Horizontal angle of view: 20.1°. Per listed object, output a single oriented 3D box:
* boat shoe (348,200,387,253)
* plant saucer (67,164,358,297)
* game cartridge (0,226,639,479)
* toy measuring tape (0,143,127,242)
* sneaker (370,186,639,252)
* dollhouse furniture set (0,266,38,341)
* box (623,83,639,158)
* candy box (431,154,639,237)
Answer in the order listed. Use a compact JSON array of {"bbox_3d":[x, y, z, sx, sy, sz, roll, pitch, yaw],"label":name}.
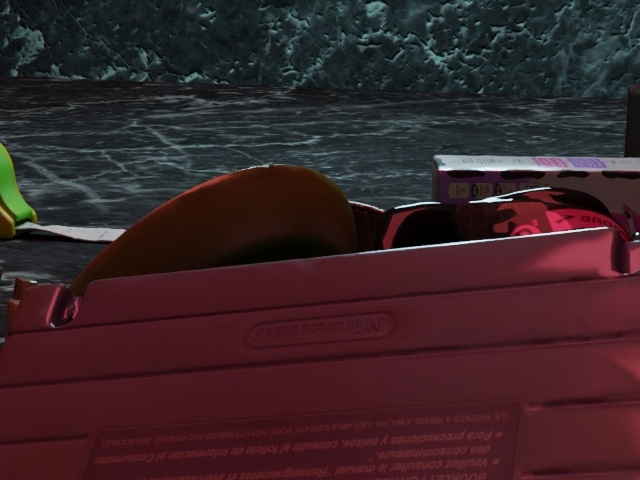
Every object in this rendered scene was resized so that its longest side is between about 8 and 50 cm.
[{"bbox_3d":[0.000,0.000,1.734,0.190,0.068,0.072,5,-17,20],"label":"boat shoe"},{"bbox_3d":[-0.066,0.062,1.055,0.241,0.241,0.037,-10,45,-43],"label":"plant saucer"},{"bbox_3d":[-0.003,0.102,0.821,0.355,0.068,0.230,-6,47,20],"label":"game cartridge"},{"bbox_3d":[-0.327,-0.062,1.906,0.330,0.121,0.121,4,11,16],"label":"toy measuring tape"},{"bbox_3d":[0.124,0.080,0.945,0.185,0.202,0.483,-5,12,-24],"label":"sneaker"},{"bbox_3d":[-0.306,0.084,1.209,0.259,0.135,0.262,7,6,-29],"label":"dollhouse furniture set"},{"bbox_3d":[0.405,-0.065,1.809,0.169,0.167,0.203,0,11,-4],"label":"box"},{"bbox_3d":[0.181,0.022,1.351,0.196,0.164,0.070,0,11,-1],"label":"candy box"}]
